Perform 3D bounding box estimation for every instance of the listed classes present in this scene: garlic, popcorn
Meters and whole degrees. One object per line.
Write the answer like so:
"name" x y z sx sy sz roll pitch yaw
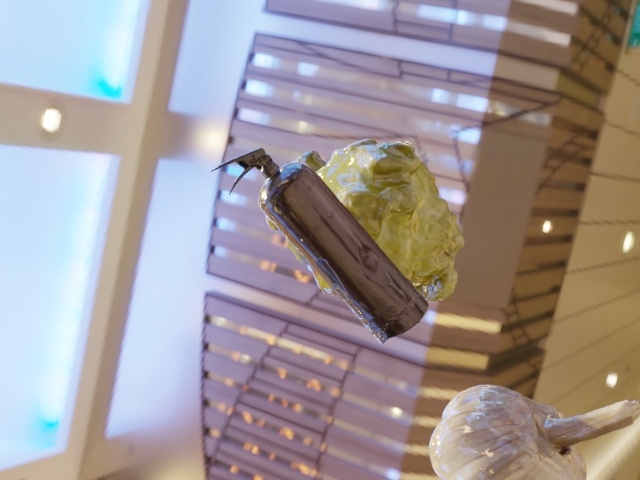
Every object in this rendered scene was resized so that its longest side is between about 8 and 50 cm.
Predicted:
"garlic" 0.248 0.228 1.106 0.226 0.199 0.199 -38 -9 30
"popcorn" 0.075 -0.021 1.413 0.250 0.242 0.235 37 -88 -36

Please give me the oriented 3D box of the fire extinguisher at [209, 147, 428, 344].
"fire extinguisher" 0.000 0.000 1.076 0.089 0.072 0.268 -43 -78 -10
